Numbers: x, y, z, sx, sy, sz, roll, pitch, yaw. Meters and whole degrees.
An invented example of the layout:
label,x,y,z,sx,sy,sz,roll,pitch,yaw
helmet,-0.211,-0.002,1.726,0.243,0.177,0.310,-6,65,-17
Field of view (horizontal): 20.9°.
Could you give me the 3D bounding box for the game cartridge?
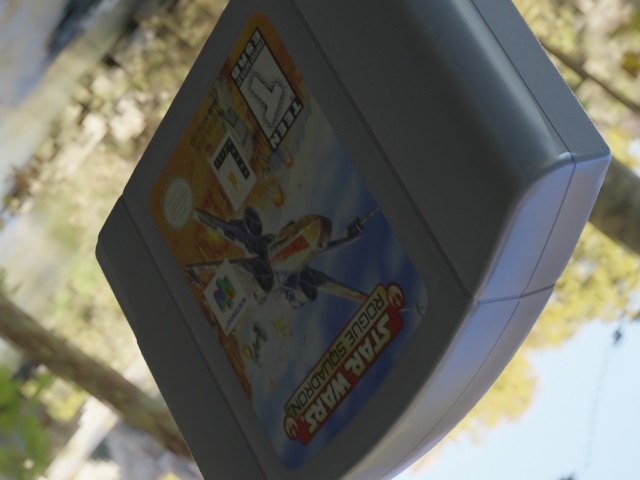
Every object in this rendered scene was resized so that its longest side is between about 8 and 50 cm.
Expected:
label,x,y,z,sx,sy,sz,roll,pitch,yaw
game cartridge,0.000,0.000,0.761,0.062,0.198,0.297,-7,148,-34
